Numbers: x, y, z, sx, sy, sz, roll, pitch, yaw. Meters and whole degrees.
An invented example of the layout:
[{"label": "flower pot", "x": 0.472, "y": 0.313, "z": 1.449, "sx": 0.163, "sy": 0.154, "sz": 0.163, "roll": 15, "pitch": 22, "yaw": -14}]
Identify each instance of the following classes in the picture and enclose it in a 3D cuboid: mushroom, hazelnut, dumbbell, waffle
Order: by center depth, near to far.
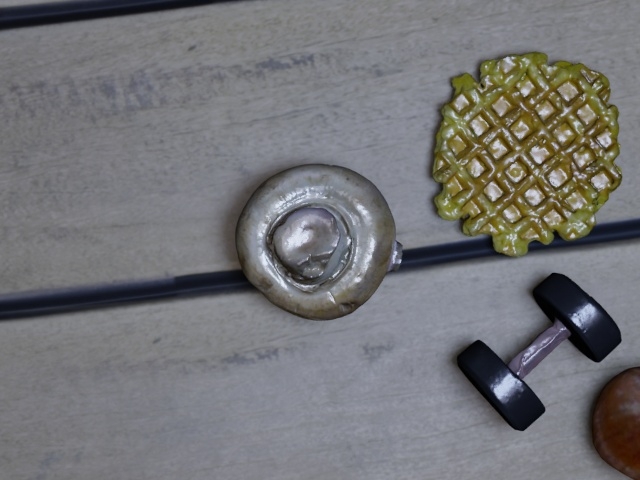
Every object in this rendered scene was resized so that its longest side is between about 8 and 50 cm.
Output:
[{"label": "mushroom", "x": 0.000, "y": 0.000, "z": 1.610, "sx": 0.255, "sy": 0.184, "sz": 0.254, "roll": -1, "pitch": 79, "yaw": 5}, {"label": "hazelnut", "x": 0.524, "y": 0.283, "z": 1.627, "sx": 0.214, "sy": 0.214, "sz": 0.176, "roll": 26, "pitch": 60, "yaw": -3}, {"label": "dumbbell", "x": 0.336, "y": 0.171, "z": 1.640, "sx": 0.218, "sy": 0.152, "sz": 0.152, "roll": -42, "pitch": 92, "yaw": -1}, {"label": "waffle", "x": 0.329, "y": -0.135, "z": 1.675, "sx": 0.302, "sy": 0.068, "sz": 0.325, "roll": 5, "pitch": 93, "yaw": -2}]
